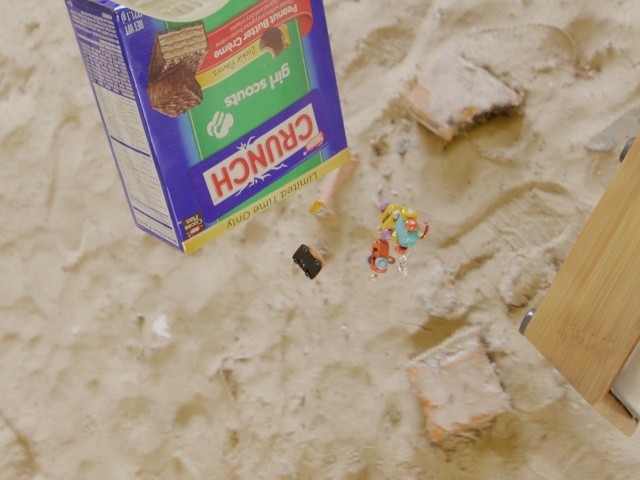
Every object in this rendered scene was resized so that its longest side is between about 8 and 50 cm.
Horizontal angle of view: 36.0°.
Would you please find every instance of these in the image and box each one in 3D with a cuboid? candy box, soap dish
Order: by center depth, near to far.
[{"bbox_3d":[0.284,0.046,0.837,0.118,0.291,0.228,29,87,26],"label":"soap dish"},{"bbox_3d":[-0.119,-0.183,1.157,0.268,0.317,0.122,-33,42,-27],"label":"candy box"}]

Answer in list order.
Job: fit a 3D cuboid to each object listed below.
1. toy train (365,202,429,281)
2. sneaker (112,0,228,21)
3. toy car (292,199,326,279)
[{"bbox_3d":[0.120,0.006,1.501,0.166,0.046,0.125,-172,87,-72],"label":"toy train"},{"bbox_3d":[-0.202,-0.270,0.640,0.131,0.350,0.148,-51,20,35],"label":"sneaker"},{"bbox_3d":[0.000,0.000,1.580,0.060,0.041,0.122,30,106,30],"label":"toy car"}]
